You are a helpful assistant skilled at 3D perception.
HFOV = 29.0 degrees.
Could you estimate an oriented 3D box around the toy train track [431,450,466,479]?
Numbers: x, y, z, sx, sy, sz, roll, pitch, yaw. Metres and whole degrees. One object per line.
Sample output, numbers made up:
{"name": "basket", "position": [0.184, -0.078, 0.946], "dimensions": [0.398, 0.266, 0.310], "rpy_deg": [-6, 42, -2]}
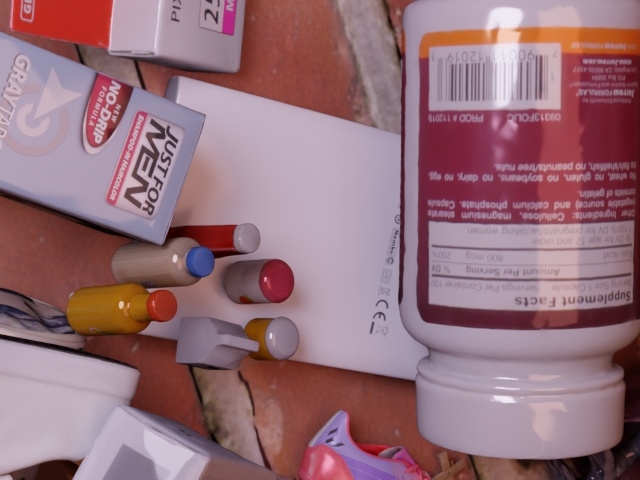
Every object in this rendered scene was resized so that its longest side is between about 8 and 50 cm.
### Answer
{"name": "toy train track", "position": [0.133, 0.255, 1.286], "dimensions": [0.048, 0.014, 0.083], "rpy_deg": [-27, 111, -27]}

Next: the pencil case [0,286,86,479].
{"name": "pencil case", "position": [-0.311, 0.228, 1.002], "dimensions": [0.183, 0.160, 0.410], "rpy_deg": [18, 88, -46]}

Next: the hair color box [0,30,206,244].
{"name": "hair color box", "position": [-0.299, -0.111, 0.957], "dimensions": [0.374, 0.185, 0.114], "rpy_deg": [20, 86, -25]}

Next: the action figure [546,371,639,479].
{"name": "action figure", "position": [0.427, 0.158, 1.281], "dimensions": [0.370, 0.248, 0.276], "rpy_deg": [-29, 107, -16]}

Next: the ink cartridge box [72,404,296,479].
{"name": "ink cartridge box", "position": [-0.154, 0.305, 1.022], "dimensions": [0.091, 0.385, 0.308], "rpy_deg": [27, 83, 13]}

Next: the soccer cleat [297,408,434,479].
{"name": "soccer cleat", "position": [0.090, 0.257, 1.229], "dimensions": [0.248, 0.083, 0.095], "rpy_deg": [31, 86, -20]}

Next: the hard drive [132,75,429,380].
{"name": "hard drive", "position": [0.000, 0.000, 1.181], "dimensions": [0.353, 0.047, 0.233], "rpy_deg": [12, 90, -26]}

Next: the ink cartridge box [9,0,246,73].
{"name": "ink cartridge box", "position": [-0.141, -0.288, 1.015], "dimensions": [0.239, 0.060, 0.275], "rpy_deg": [-1, 97, -62]}

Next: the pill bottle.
{"name": "pill bottle", "position": [0.183, -0.017, 1.115], "dimensions": [0.224, 0.224, 0.392], "rpy_deg": [-2, 97, -24]}

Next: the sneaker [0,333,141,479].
{"name": "sneaker", "position": [-0.265, 0.117, 0.857], "dimensions": [0.290, 0.106, 0.123], "rpy_deg": [18, 85, -33]}

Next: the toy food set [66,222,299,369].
{"name": "toy food set", "position": [-0.083, 0.046, 1.031], "dimensions": [0.232, 0.104, 0.111], "rpy_deg": [20, 72, -44]}
